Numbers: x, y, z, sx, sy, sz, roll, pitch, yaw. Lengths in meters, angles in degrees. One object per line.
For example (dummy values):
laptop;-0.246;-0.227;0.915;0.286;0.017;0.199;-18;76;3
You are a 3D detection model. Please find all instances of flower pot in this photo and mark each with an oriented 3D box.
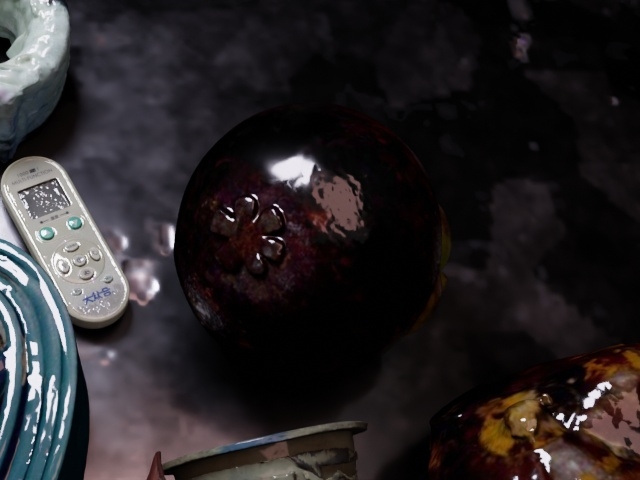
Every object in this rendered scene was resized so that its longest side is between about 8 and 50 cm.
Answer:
flower pot;-0.033;0.291;1.027;0.212;0.212;0.202;-11;78;-21

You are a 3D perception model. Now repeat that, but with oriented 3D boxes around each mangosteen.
mangosteen;-0.004;-0.011;1.145;0.297;0.297;0.313;36;37;5

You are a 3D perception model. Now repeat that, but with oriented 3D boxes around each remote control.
remote control;-0.286;0.002;1.188;0.078;0.042;0.221;-24;70;-25

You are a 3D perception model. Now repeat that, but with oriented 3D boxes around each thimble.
thimble;-0.395;-0.215;1.212;0.237;0.150;0.237;7;62;-13

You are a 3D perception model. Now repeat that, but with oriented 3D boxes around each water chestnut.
water chestnut;0.284;0.278;1.074;0.335;0.335;0.347;-35;106;-29

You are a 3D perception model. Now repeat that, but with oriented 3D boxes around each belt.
belt;-0.377;0.207;0.971;0.300;0.173;0.436;12;56;1

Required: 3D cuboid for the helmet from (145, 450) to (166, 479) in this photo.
helmet;-0.168;0.385;0.833;0.230;0.337;0.385;-19;70;-16
